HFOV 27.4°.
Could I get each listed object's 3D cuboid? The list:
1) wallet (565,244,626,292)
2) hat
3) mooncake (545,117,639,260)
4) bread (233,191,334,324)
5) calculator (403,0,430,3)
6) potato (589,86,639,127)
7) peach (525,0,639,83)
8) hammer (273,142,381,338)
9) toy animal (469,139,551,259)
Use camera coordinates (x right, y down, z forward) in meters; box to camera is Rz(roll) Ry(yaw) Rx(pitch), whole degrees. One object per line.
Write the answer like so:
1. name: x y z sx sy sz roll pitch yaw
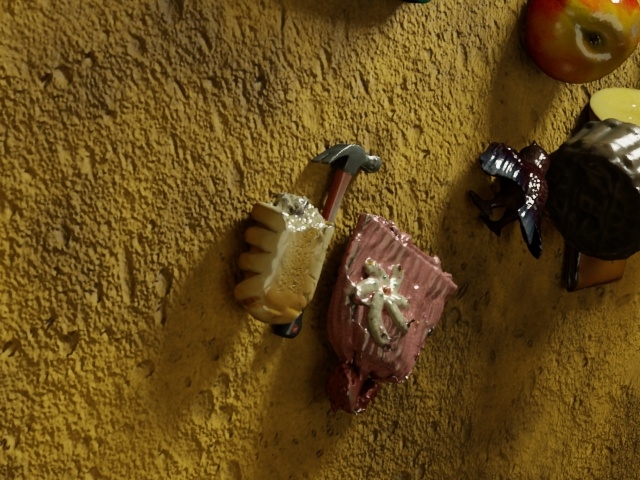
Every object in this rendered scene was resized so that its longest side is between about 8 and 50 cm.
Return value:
1. wallet: 0.497 -0.012 2.345 0.161 0.042 0.195 -7 107 -42
2. hat: 0.089 0.122 1.900 0.237 0.107 0.286 37 69 -35
3. mooncake: 0.473 -0.079 2.160 0.124 0.228 0.228 -34 124 -38
4. bread: -0.055 0.022 1.735 0.119 0.084 0.177 18 88 -44
5. calculator: 0.132 -0.424 1.736 0.248 0.058 0.274 -45 148 25
6. potato: 0.544 -0.154 2.259 0.178 0.204 0.158 -63 168 -53
7. peach: 0.416 -0.346 2.106 0.190 0.192 0.190 -2 108 -7
8. hammer: -0.001 0.000 1.825 0.111 0.033 0.287 23 84 -48
9. toy animal: 0.331 -0.079 2.091 0.179 0.116 0.218 -50 126 -23
